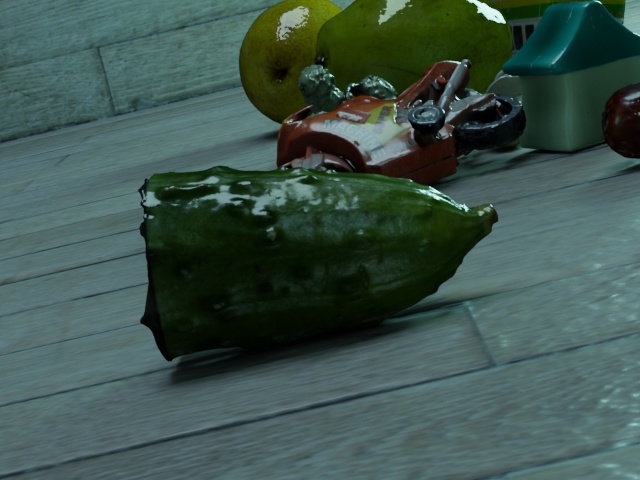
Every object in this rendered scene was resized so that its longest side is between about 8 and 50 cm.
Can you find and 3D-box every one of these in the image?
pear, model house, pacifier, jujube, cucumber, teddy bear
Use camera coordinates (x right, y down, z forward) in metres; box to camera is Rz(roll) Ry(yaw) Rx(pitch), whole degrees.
[{"bbox_3d":[0.123,-0.244,1.963,0.269,0.212,0.212,-10,10,-7],"label":"pear"},{"bbox_3d":[0.272,-0.177,1.569,0.127,0.149,0.100,-16,14,-23],"label":"model house"},{"bbox_3d":[0.249,-0.171,1.806,0.099,0.081,0.078,-13,38,3],"label":"pacifier"},{"bbox_3d":[-0.032,-0.278,2.337,0.208,0.209,0.209,-13,10,2],"label":"pear"},{"bbox_3d":[0.323,-0.113,1.368,0.129,0.077,0.077,-7,11,2],"label":"jujube"},{"bbox_3d":[0.000,0.004,1.014,0.244,0.134,0.134,-8,10,2],"label":"cucumber"},{"bbox_3d":[0.076,-0.123,1.693,0.213,0.133,0.111,5,-34,-1],"label":"teddy bear"}]

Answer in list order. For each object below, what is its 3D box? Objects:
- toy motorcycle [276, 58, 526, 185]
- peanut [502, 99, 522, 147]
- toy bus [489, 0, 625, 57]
[{"bbox_3d":[0.065,-0.105,1.550,0.298,0.089,0.171,-23,29,-18],"label":"toy motorcycle"},{"bbox_3d":[0.211,-0.132,1.678,0.054,0.054,0.113,-10,8,15],"label":"peanut"},{"bbox_3d":[0.351,-0.350,2.314,0.143,0.179,0.305,-1,7,-17],"label":"toy bus"}]
